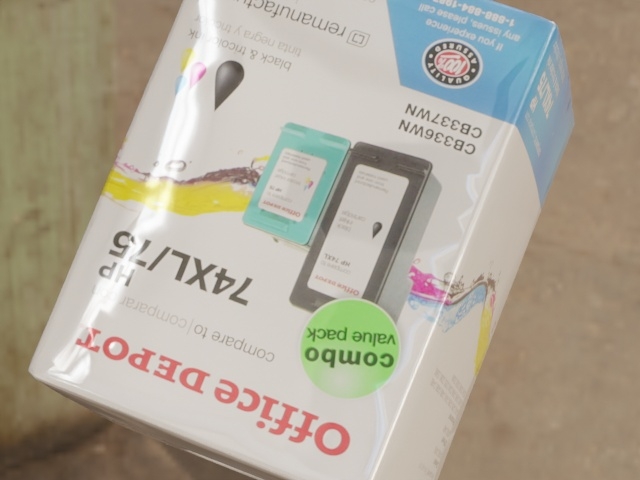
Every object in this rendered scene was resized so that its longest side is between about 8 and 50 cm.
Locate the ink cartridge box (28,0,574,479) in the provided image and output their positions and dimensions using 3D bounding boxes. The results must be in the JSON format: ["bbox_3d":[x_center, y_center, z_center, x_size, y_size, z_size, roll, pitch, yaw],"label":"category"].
[{"bbox_3d":[0.000,0.000,1.078,0.198,0.270,0.197,20,-8,13],"label":"ink cartridge box"}]
